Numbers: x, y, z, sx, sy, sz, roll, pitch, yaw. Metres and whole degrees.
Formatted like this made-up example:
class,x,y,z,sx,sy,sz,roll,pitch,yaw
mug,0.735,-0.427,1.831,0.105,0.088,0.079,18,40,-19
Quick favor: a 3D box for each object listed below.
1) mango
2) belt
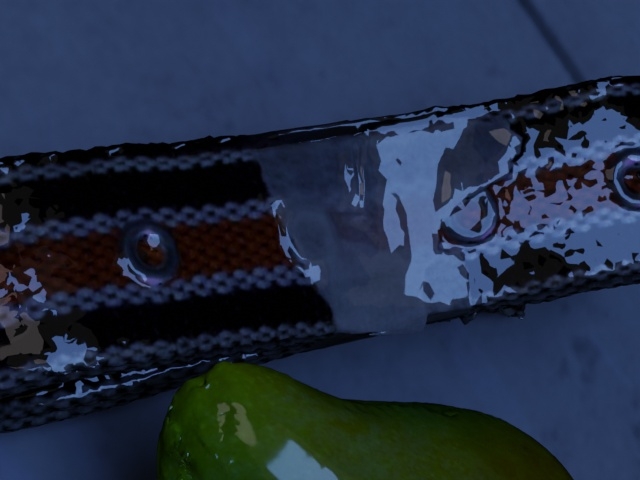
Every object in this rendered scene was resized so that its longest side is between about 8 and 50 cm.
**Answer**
class,x,y,z,sx,sy,sz,roll,pitch,yaw
mango,0.031,0.116,0.656,0.233,0.111,0.125,44,64,-34
belt,0.000,0.000,0.674,0.359,0.126,0.094,-11,84,-29
